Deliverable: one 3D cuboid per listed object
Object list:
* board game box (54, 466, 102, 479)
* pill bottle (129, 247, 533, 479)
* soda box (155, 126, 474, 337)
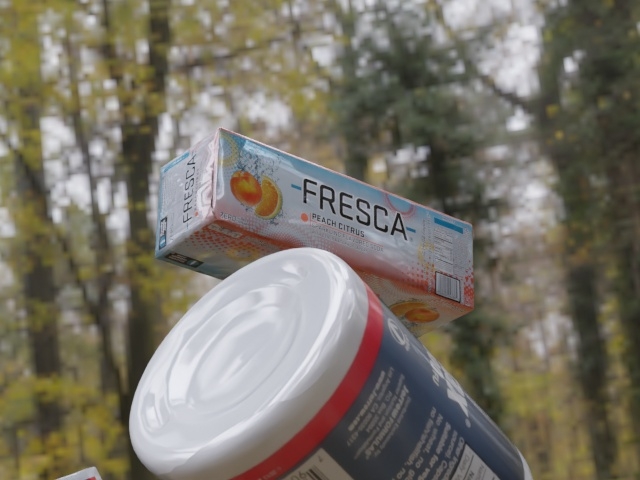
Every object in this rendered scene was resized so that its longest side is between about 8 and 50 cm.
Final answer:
[{"bbox_3d":[-0.202,0.269,0.916,0.305,0.193,0.053,-30,-8,24],"label":"board game box"},{"bbox_3d":[0.021,0.098,0.683,0.108,0.108,0.180,-19,-54,37],"label":"pill bottle"},{"bbox_3d":[0.000,0.000,0.971,0.183,0.058,0.063,20,-33,-32],"label":"soda box"}]
